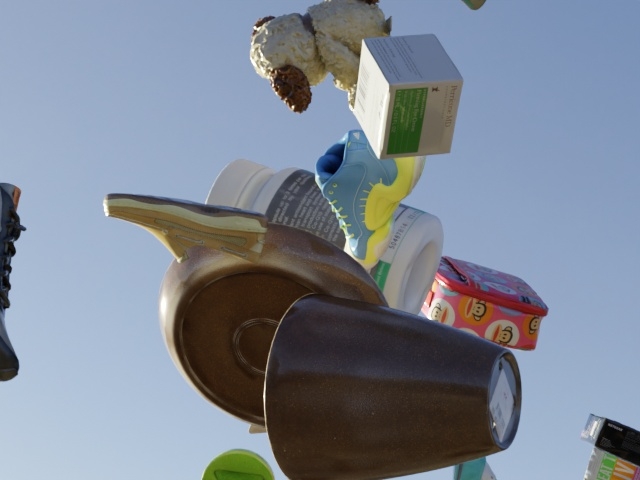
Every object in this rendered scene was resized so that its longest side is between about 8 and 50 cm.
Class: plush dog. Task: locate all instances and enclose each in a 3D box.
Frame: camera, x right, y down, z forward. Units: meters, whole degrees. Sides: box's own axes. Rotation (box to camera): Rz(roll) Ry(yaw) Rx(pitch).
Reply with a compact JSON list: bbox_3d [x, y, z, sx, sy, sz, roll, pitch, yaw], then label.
[{"bbox_3d":[-0.004,-0.322,2.282,0.225,0.262,0.210,-17,-51,-6],"label":"plush dog"}]

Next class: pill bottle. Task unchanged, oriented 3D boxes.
[{"bbox_3d":[0.000,0.000,2.256,0.361,0.204,0.204,20,-17,19],"label":"pill bottle"}]

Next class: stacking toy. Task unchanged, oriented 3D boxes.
[{"bbox_3d":[-0.042,0.408,2.444,0.279,0.309,0.130,34,11,-2],"label":"stacking toy"}]

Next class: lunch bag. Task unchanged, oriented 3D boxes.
[{"bbox_3d":[0.283,0.114,2.676,0.258,0.120,0.293,15,9,-10],"label":"lunch bag"}]

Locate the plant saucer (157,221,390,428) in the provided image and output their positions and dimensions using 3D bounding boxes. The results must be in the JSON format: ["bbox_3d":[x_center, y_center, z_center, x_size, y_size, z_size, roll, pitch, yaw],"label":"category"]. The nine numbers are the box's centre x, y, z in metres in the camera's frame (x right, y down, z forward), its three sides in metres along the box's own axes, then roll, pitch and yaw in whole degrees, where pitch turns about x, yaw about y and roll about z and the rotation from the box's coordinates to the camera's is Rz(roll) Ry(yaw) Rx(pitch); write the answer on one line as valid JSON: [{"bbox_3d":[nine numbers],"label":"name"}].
[{"bbox_3d":[-0.062,0.123,1.727,0.311,0.050,0.310,7,-58,11],"label":"plant saucer"}]

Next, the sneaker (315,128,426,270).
[{"bbox_3d":[0.043,-0.060,1.760,0.126,0.091,0.240,14,-47,-10],"label":"sneaker"}]

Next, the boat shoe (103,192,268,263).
[{"bbox_3d":[-0.157,-0.009,1.585,0.190,0.072,0.068,10,5,-3],"label":"boat shoe"}]

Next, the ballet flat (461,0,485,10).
[{"bbox_3d":[0.286,-0.448,2.225,0.068,0.213,0.072,48,-27,-17],"label":"ballet flat"}]

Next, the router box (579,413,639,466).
[{"bbox_3d":[0.450,0.292,1.881,0.179,0.046,0.133,24,-3,3],"label":"router box"}]

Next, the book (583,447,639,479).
[{"bbox_3d":[0.553,0.416,2.480,0.144,0.096,0.035,19,0,33],"label":"book"}]

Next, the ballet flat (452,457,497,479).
[{"bbox_3d":[0.229,0.402,2.087,0.087,0.247,0.083,12,-25,5],"label":"ballet flat"}]

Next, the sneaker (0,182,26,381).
[{"bbox_3d":[-0.331,0.005,1.337,0.108,0.271,0.100,-16,-18,-11],"label":"sneaker"}]

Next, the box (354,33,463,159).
[{"bbox_3d":[0.095,-0.158,1.519,0.087,0.102,0.101,-7,-50,-16],"label":"box"}]

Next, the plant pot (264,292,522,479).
[{"bbox_3d":[0.091,0.167,1.495,0.230,0.215,0.215,1,-21,27],"label":"plant pot"}]
